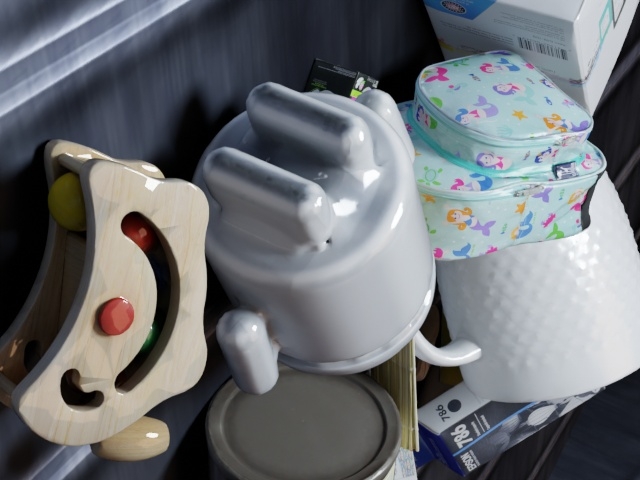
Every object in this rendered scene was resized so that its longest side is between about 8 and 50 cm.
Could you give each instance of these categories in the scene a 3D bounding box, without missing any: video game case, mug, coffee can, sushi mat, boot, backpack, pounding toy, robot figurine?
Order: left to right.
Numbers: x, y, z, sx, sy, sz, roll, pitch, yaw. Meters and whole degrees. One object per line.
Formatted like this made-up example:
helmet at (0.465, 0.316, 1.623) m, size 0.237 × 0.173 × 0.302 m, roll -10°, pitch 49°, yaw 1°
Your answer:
pounding toy at (-0.188, 0.053, 1.032) m, size 0.154 × 0.155 × 0.269 m, roll -10°, pitch 111°, yaw -34°
coffee can at (-0.023, 0.293, 1.469) m, size 0.201 × 0.202 × 0.275 m, roll -48°, pitch 150°, yaw -45°
robot figurine at (0.000, 0.000, 1.261) m, size 0.300 × 0.200 × 0.353 m, roll -54°, pitch 155°, yaw -18°
sushi mat at (0.063, 0.061, 1.464) m, size 0.019 × 0.151 × 0.316 m, roll -7°, pitch 100°, yaw -23°
video game case at (0.089, 0.250, 1.752) m, size 0.143 × 0.019 × 0.157 m, roll 17°, pitch 63°, yaw -69°
boot at (0.155, 0.152, 2.023) m, size 0.087 × 0.042 × 0.118 m, roll 14°, pitch 97°, yaw -76°
backpack at (0.173, -0.092, 1.542) m, size 0.254 × 0.225 × 0.191 m, roll -18°, pitch 134°, yaw -21°
mug at (0.249, 0.031, 1.833) m, size 0.374 × 0.276 × 0.328 m, roll -22°, pitch 105°, yaw -24°

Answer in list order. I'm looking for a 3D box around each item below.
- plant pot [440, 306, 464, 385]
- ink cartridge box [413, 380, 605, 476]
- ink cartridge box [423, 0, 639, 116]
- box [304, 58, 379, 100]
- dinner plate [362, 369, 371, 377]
plant pot at (0.324, 0.128, 2.206) m, size 0.212 × 0.187 × 0.212 m, roll -55°, pitch 155°, yaw -35°
ink cartridge box at (0.268, 0.257, 2.072) m, size 0.333 × 0.065 × 0.165 m, roll -32°, pitch 142°, yaw 1°
ink cartridge box at (0.259, -0.306, 1.631) m, size 0.197 × 0.198 × 0.270 m, roll -66°, pitch 160°, yaw -12°
box at (0.015, -0.135, 1.385) m, size 0.062 × 0.052 × 0.083 m, roll 7°, pitch 103°, yaw -67°
dinner plate at (0.017, 0.093, 1.484) m, size 0.017 × 0.141 × 0.141 m, roll -35°, pitch 148°, yaw -15°
